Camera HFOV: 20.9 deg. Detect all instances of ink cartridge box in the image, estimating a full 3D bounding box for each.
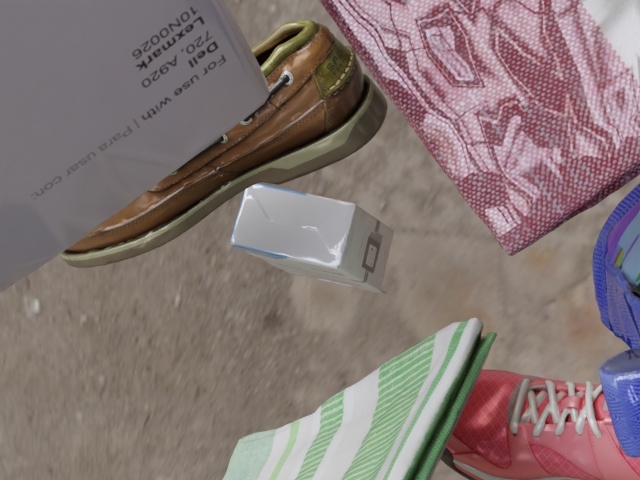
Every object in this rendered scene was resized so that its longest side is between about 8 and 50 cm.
[{"bbox_3d":[-0.143,-0.132,0.445,0.117,0.278,0.201,-37,62,-5],"label":"ink cartridge box"},{"bbox_3d":[0.000,0.000,1.564,0.104,0.180,0.060,12,85,17],"label":"ink cartridge box"}]

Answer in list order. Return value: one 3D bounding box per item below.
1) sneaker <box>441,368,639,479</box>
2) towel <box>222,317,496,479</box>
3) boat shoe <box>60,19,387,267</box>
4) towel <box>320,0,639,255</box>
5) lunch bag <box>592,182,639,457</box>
[{"bbox_3d":[0.241,0.158,1.518,0.314,0.136,0.116,15,53,5],"label":"sneaker"},{"bbox_3d":[-0.005,0.202,1.475,0.038,0.325,0.248,46,42,-15],"label":"towel"},{"bbox_3d":[-0.102,-0.082,1.360,0.307,0.104,0.110,-26,32,21],"label":"boat shoe"},{"bbox_3d":[0.118,-0.181,0.471,0.329,0.037,0.237,-35,83,12],"label":"towel"},{"bbox_3d":[0.213,-0.016,0.487,0.293,0.221,0.138,-25,109,-2],"label":"lunch bag"}]
